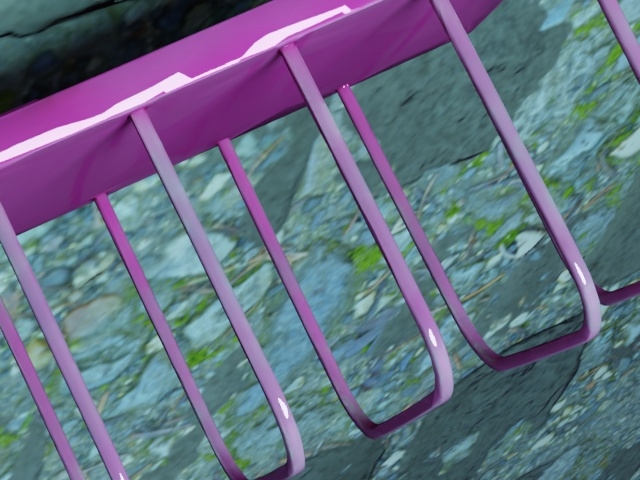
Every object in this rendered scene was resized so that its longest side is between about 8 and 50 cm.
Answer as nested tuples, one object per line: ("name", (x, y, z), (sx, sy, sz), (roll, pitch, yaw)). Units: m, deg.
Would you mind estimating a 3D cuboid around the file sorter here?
("file sorter", (0.000, 0.000, 0.868), (0.290, 0.182, 0.202), (-25, 176, -14))
